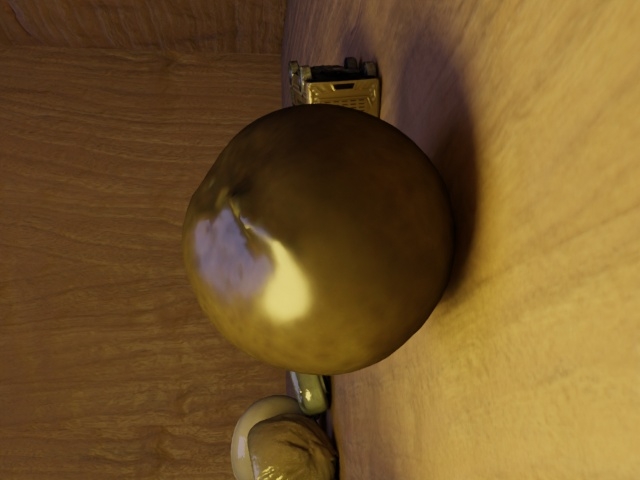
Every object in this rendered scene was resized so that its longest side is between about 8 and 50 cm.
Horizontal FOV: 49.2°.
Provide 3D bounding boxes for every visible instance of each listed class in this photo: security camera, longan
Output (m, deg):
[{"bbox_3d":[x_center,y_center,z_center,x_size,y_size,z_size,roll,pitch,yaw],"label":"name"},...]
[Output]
[{"bbox_3d":[-0.018,0.389,1.847,0.301,0.080,0.157,74,178,-74],"label":"security camera"},{"bbox_3d":[0.000,0.000,0.772,0.319,0.319,0.319,180,90,-83],"label":"longan"}]

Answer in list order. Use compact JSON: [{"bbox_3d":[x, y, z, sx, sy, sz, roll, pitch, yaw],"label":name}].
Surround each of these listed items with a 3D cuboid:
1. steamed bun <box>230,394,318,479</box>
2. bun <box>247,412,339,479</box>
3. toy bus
[{"bbox_3d":[-0.099,0.564,1.894,0.283,0.177,0.283,8,-100,-52],"label":"steamed bun"},{"bbox_3d":[-0.057,0.540,1.660,0.281,0.204,0.282,166,90,-81],"label":"bun"},{"bbox_3d":[0.020,-0.251,1.291,0.289,0.139,0.157,-121,27,-70],"label":"toy bus"}]
